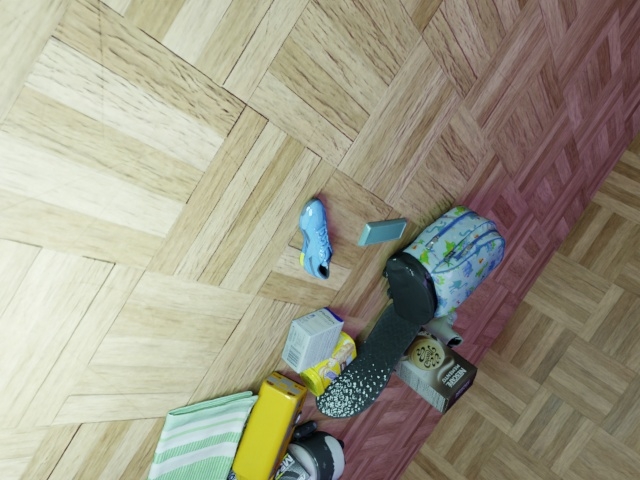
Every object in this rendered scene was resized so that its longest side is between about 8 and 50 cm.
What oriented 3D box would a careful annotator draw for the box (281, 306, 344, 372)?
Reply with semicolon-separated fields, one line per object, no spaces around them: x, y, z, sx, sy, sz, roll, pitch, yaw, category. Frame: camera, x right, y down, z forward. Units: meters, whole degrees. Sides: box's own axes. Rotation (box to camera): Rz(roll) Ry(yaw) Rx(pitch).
-0.020;0.261;1.494;0.137;0.072;0.126;-15;131;-46;box

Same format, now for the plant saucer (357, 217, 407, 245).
0.173;-0.022;1.533;0.192;0.018;0.067;-10;128;-50;plant saucer

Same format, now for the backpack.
0.386;0.059;1.714;0.356;0.273;0.290;-50;144;-30;backpack

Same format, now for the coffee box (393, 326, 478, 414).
0.371;0.433;1.973;0.168;0.297;0.119;-37;145;-27;coffee box

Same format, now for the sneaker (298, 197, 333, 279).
0.000;0.000;1.262;0.069;0.082;0.210;-30;140;-31;sneaker

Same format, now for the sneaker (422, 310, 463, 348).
0.503;0.358;2.221;0.255;0.151;0.094;-15;130;-48;sneaker

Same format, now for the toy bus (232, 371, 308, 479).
-0.140;0.521;1.502;0.333;0.108;0.130;-70;166;12;toy bus

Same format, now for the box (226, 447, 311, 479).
-0.154;0.680;1.638;0.190;0.184;0.045;-40;-175;-21;box

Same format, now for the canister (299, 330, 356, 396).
0.024;0.356;1.649;0.170;0.073;0.126;-42;147;-22;canister

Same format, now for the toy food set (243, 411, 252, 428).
-0.222;0.496;1.504;0.122;0.019;0.078;-14;131;-51;toy food set

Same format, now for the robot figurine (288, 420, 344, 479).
-0.036;0.718;1.827;0.278;0.209;0.174;0;136;-52;robot figurine

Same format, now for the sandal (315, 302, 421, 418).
0.165;0.388;1.797;0.446;0.167;0.107;-45;165;-14;sandal

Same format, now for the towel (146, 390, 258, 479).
-0.296;0.518;1.382;0.247;0.038;0.325;-2;122;-43;towel
